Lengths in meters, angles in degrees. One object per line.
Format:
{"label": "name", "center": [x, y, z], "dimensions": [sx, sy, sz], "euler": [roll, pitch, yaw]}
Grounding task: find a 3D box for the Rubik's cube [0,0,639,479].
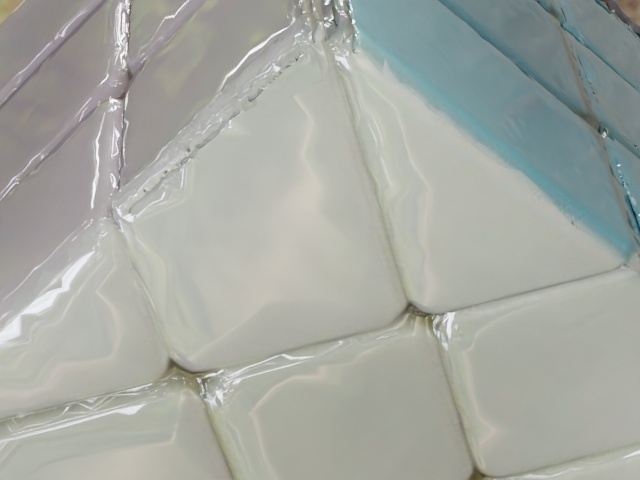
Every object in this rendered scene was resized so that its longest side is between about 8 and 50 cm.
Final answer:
{"label": "Rubik's cube", "center": [0.000, 0.000, 0.673], "dimensions": [0.221, 0.231, 0.224], "euler": [-42, 30, 22]}
